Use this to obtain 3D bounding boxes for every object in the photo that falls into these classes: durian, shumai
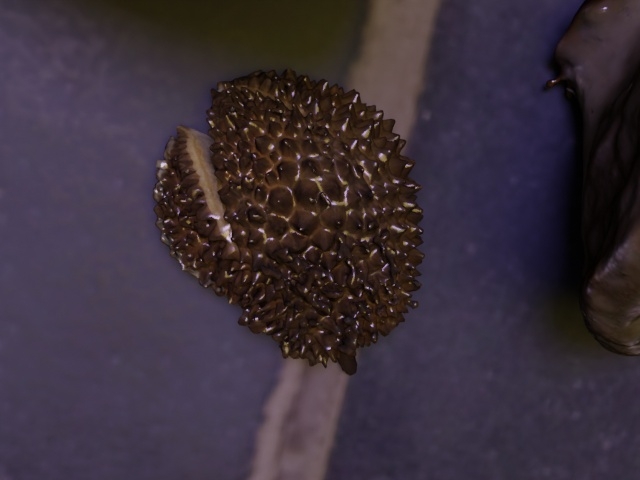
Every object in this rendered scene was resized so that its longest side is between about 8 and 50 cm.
[{"bbox_3d":[-0.002,0.001,0.369,0.110,0.071,0.140,-24,108,-9],"label":"durian"},{"bbox_3d":[0.151,-0.055,0.373,0.201,0.120,0.201,-32,147,-24],"label":"shumai"}]
